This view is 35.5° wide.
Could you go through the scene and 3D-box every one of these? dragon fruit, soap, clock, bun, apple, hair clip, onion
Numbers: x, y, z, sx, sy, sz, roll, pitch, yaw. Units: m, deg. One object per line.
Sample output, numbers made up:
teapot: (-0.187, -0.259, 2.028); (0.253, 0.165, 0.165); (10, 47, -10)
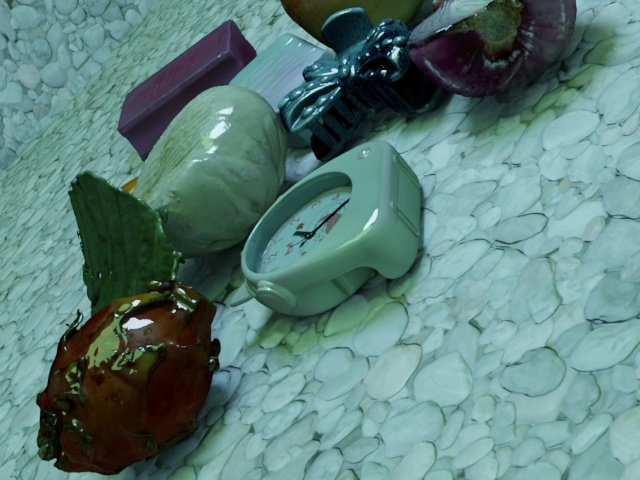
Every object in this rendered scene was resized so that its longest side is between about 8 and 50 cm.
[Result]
dragon fruit: (-0.281, 0.204, 1.489); (0.250, 0.250, 0.314); (1, 69, 54)
soap: (-0.332, -0.378, 2.522); (0.360, 0.128, 0.233); (-33, 28, 16)
clock: (0.000, 0.000, 1.539); (0.324, 0.108, 0.265); (-29, 31, 27)
bun: (-0.195, -0.113, 1.845); (0.365, 0.219, 0.365); (-43, 25, 26)
apple: (0.059, -0.533, 2.027); (0.277, 0.319, 0.319); (-61, 19, 24)
soap: (-0.061, -0.303, 2.058); (0.208, 0.115, 0.347); (-43, 27, 0)
hair clip: (0.079, -0.282, 1.791); (0.310, 0.194, 0.206); (-22, 45, 31)
onion: (0.275, -0.330, 1.612); (0.267, 0.159, 0.348); (-27, 16, 6)

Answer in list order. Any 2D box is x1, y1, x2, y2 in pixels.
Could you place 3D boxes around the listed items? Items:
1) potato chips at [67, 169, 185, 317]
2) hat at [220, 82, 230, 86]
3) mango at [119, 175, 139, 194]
potato chips: (-0.358, 0.072, 1.732); (0.097, 0.389, 0.373); (-8, 0, -37)
hat: (-0.174, -0.333, 2.312); (0.121, 0.121, 0.050); (-16, 75, 41)
mango: (-0.404, -0.087, 2.215); (0.217, 0.102, 0.141); (-29, 24, 21)
